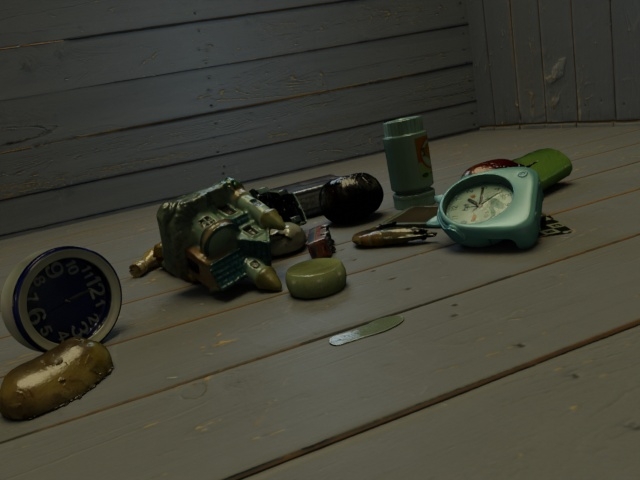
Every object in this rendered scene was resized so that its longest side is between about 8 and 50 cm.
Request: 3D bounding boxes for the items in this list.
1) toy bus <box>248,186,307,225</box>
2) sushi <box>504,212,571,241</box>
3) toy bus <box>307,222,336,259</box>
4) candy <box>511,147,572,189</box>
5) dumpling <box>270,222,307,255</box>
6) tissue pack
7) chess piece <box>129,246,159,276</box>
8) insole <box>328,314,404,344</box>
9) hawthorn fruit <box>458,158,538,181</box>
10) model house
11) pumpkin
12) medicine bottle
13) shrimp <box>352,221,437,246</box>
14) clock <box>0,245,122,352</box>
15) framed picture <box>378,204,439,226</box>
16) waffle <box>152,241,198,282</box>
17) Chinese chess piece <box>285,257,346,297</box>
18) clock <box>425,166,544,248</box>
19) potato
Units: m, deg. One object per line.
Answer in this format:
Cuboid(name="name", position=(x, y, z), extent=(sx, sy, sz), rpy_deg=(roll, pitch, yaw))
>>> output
Cuboid(name="toy bus", position=(-0.176, -0.082, 1.660), extent=(0.164, 0.134, 0.276), rpy_deg=(-29, -10, 22))
Cuboid(name="sushi", position=(0.525, -0.049, 1.315), extent=(0.210, 0.040, 0.193), rpy_deg=(-9, 15, 8))
Cuboid(name="toy bus", position=(0.000, 0.000, 1.478), extent=(0.077, 0.065, 0.192), rpy_deg=(-17, 14, 5))
Cuboid(name="candy", position=(0.691, -0.208, 1.654), extent=(0.343, 0.132, 0.142), rpy_deg=(-22, 61, -31))
Cuboid(name="dumpling", position=(-0.125, 0.001, 1.534), extent=(0.150, 0.092, 0.176), rpy_deg=(-19, 13, 30))
Cuboid(name="tissue pack", position=(-0.067, -0.177, 2.074), extent=(0.394, 0.124, 0.288), rpy_deg=(-15, 16, -15))
Cuboid(name="chess piece", position=(-0.572, 0.075, 1.631), extent=(0.066, 0.066, 0.122), rpy_deg=(-5, 21, 21))
Cuboid(name="insole", position=(0.086, 0.163, 0.913), extent=(0.152, 0.002, 0.053), rpy_deg=(-15, 15, -15))
Cuboid(name="hawthorn fruit", position=(0.513, -0.156, 1.415), extent=(0.235, 0.181, 0.181), rpy_deg=(-26, 10, 18))
Cuboid(name="model house", position=(-0.210, 0.011, 1.263), extent=(0.325, 0.194, 0.267), rpy_deg=(32, 45, 30))
Cuboid(name="pumpkin", position=(0.109, -0.152, 1.769), extent=(0.233, 0.163, 0.233), rpy_deg=(-15, 7, 2))
Cuboid(name="medicine bottle", position=(0.319, -0.283, 1.802), extent=(0.158, 0.318, 0.158), rpy_deg=(-11, 15, 3))
Cuboid(name="shrimp", position=(0.226, -0.031, 1.452), extent=(0.262, 0.051, 0.198), rpy_deg=(-6, 14, 29))
Cuboid(name="clock", position=(-0.548, 0.128, 1.067), extent=(0.083, 0.230, 0.230), rpy_deg=(-6, 15, 34))
Cuboid(name="framed picture", position=(0.369, -0.080, 1.594), extent=(0.293, 0.018, 0.231), rpy_deg=(1, 20, 39))
Cuboid(name="waffle", position=(-0.369, 0.037, 1.554), extent=(0.224, 0.098, 0.327), rpy_deg=(-19, 15, -33))
Cuboid(name="Chinese chess piece", position=(-0.010, 0.088, 1.167), extent=(0.144, 0.059, 0.144), rpy_deg=(-9, 15, 2))
Cuboid(name="clock", position=(0.413, -0.078, 1.265), extent=(0.274, 0.094, 0.224), rpy_deg=(-3, 46, 35))
Cuboid(name="potato", position=(-0.486, 0.238, 0.909), extent=(0.164, 0.081, 0.200), rpy_deg=(0, 21, 34))
